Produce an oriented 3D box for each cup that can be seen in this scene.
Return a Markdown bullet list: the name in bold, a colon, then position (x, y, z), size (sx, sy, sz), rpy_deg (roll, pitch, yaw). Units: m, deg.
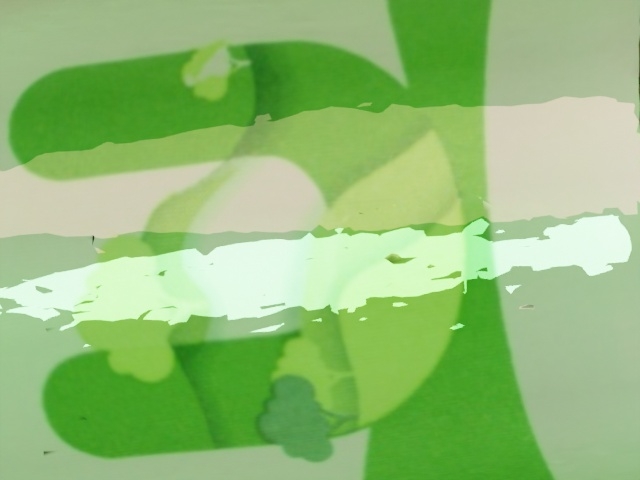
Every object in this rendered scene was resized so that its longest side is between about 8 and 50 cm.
- **cup**: position (0.000, 0.000, 0.643), size (0.274, 0.253, 0.253), rpy_deg (-4, 71, 21)
